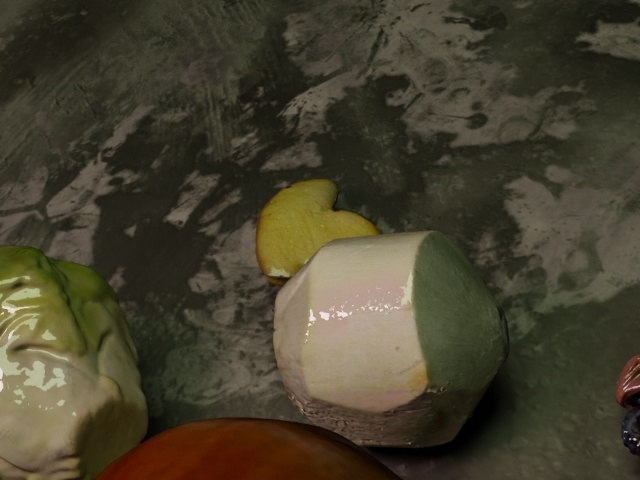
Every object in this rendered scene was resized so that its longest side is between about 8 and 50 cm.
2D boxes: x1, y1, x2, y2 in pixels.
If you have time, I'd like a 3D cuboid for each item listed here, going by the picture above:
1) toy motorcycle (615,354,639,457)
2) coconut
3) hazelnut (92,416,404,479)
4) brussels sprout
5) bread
[{"bbox_3d":[0.375,0.140,1.347,0.212,0.084,0.118,-18,39,-11],"label":"toy motorcycle"},{"bbox_3d":[0.077,0.097,1.403,0.241,0.241,0.241,-10,41,9],"label":"coconut"},{"bbox_3d":[-0.060,0.301,1.152,0.366,0.366,0.366,-10,41,9],"label":"hazelnut"},{"bbox_3d":[-0.328,0.138,1.484,0.316,0.242,0.274,1,51,17],"label":"brussels sprout"},{"bbox_3d":[0.000,0.000,1.662,0.149,0.065,0.188,0,40,4],"label":"bread"}]
